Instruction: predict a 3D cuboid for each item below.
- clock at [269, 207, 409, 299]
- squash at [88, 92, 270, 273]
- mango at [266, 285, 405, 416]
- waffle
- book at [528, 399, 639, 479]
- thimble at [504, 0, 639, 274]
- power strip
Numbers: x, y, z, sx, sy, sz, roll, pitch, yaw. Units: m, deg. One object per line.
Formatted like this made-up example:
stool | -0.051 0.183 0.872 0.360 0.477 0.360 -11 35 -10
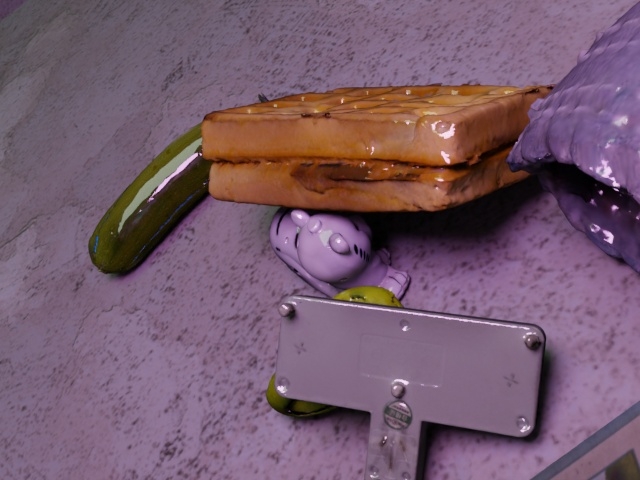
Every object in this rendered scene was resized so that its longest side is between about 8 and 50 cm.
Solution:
clock | 0.000 0.000 0.812 0.080 0.117 0.176 -49 39 -7
squash | -0.189 -0.083 1.074 0.331 0.087 0.087 -44 39 -2
mango | 0.016 0.108 0.742 0.165 0.074 0.091 -42 34 22
waffle | 0.057 -0.098 0.792 0.327 0.098 0.224 9 24 42
book | 0.204 0.190 0.449 0.283 0.025 0.215 -54 28 35
thimble | 0.265 -0.068 0.580 0.172 0.205 0.236 -45 40 0
power strip | 0.066 0.127 0.642 0.215 0.061 0.145 5 90 19
